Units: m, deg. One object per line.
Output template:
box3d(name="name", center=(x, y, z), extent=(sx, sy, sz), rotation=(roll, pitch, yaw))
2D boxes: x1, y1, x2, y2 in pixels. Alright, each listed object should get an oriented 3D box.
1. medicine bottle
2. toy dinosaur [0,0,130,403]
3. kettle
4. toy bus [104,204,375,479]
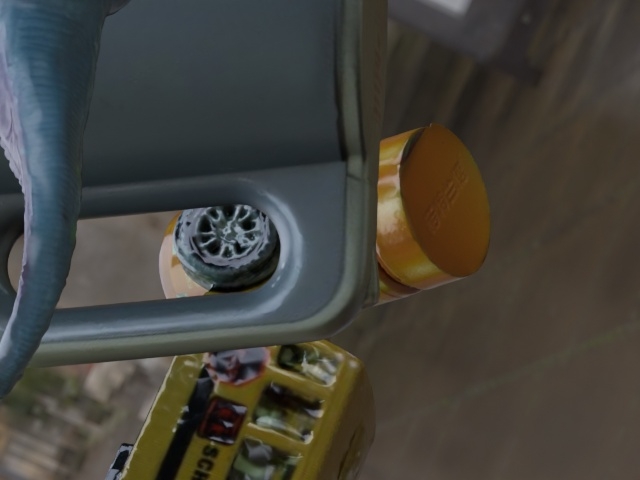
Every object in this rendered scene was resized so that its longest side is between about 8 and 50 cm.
box3d(name="medicine bottle", center=(0.000, 0.000, 1.212), extent=(0.192, 0.096, 0.096), rotation=(-19, 37, 35))
box3d(name="toy dinosaur", center=(-0.043, -0.070, 0.352), extent=(0.080, 0.045, 0.197), rotation=(-21, 63, 51))
box3d(name="kettle", center=(-0.096, -0.057, 0.758), extent=(0.160, 0.243, 0.211), rotation=(48, -135, -79))
box3d(name="toy bus", center=(-0.056, 0.141, 0.964), extent=(0.121, 0.123, 0.335), rotation=(78, -148, -61))
